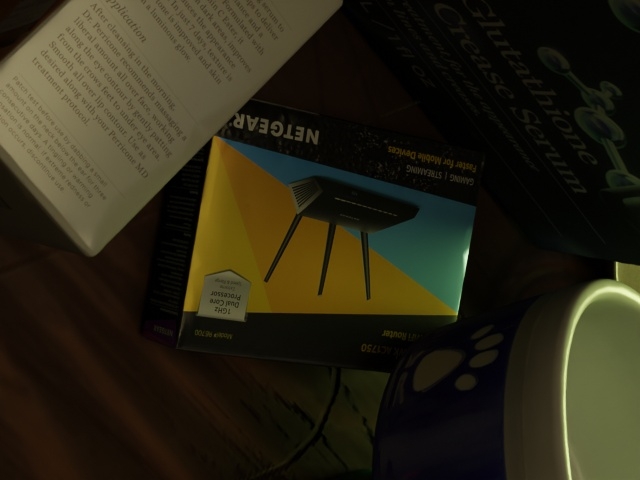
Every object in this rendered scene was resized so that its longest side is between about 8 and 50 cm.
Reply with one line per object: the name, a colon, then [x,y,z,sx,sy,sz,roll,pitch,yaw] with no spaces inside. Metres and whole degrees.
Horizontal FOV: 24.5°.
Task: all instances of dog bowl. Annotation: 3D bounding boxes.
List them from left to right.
dog bowl: [0.137,0.159,0.771,0.265,0.104,0.264,37,43,-46]

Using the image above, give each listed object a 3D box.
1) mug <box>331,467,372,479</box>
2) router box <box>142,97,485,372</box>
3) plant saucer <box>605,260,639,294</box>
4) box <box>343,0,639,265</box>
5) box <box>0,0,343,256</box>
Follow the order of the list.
mug: [0.056,0.191,0.832,0.129,0.097,0.157,42,74,-30]
router box: [0.000,0.000,0.801,0.179,0.046,0.133,9,91,-34]
plant saucer: [0.242,0.002,0.967,0.168,0.029,0.168,-7,102,-34]
box: [0.214,-0.142,0.714,0.293,0.395,0.212,48,70,-28]
box: [-0.100,-0.088,0.675,0.170,0.130,0.091,-48,118,-20]
